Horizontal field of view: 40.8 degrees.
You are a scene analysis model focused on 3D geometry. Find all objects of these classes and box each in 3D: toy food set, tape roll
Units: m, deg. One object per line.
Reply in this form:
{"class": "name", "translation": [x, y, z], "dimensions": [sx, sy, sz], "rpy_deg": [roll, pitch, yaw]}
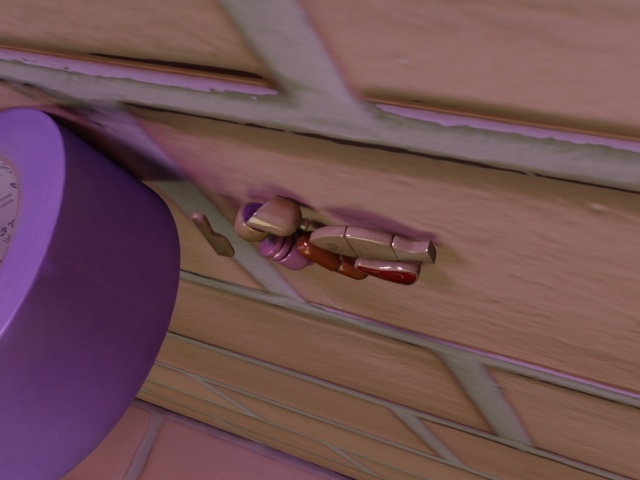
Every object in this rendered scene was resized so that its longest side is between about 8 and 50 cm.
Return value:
{"class": "toy food set", "translation": [0.000, 0.000, 0.439], "dimensions": [0.122, 0.019, 0.078], "rpy_deg": [10, 161, 12]}
{"class": "tape roll", "translation": [-0.168, 0.031, 0.447], "dimensions": [0.189, 0.189, 0.080], "rpy_deg": [6, 155, 43]}
